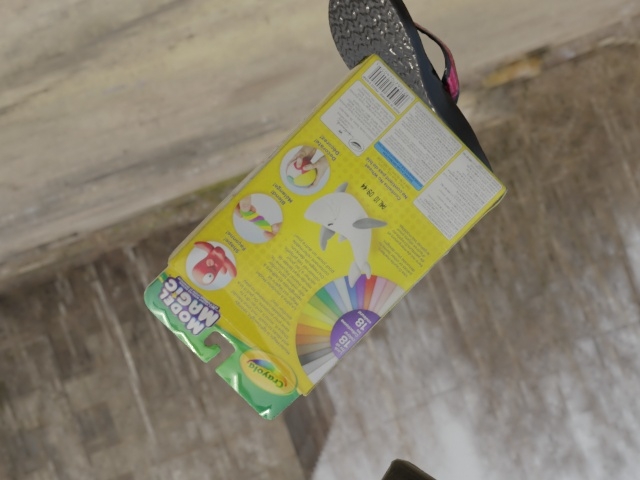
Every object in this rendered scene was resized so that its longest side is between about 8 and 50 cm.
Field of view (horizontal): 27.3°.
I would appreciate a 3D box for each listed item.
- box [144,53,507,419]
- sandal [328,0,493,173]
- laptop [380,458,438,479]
[{"bbox_3d":[0.000,0.000,0.705,0.179,0.105,0.043,-45,-172,-1],"label":"box"},{"bbox_3d":[0.063,-0.105,0.859,0.067,0.179,0.040,0,-140,50],"label":"sandal"},{"bbox_3d":[0.136,0.422,0.847,0.408,0.236,0.382,26,-99,50],"label":"laptop"}]
